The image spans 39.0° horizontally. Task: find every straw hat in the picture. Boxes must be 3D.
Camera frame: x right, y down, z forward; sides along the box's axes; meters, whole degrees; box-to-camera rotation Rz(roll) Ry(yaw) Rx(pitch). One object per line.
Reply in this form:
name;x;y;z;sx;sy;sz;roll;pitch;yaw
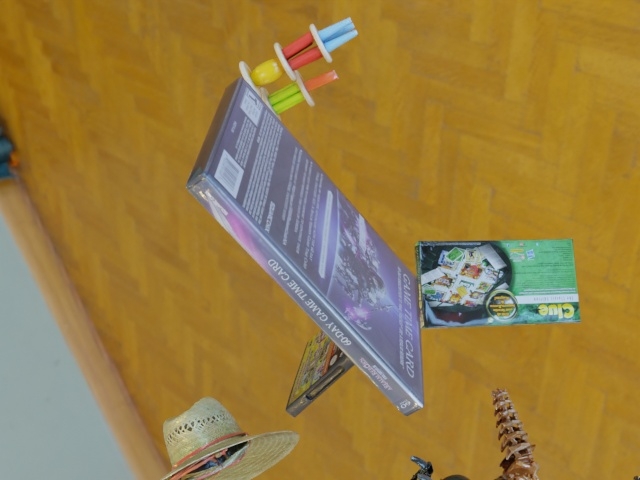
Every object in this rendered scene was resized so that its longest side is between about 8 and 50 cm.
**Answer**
straw hat;-0.091;0.158;0.715;0.061;0.145;0.144;61;141;23

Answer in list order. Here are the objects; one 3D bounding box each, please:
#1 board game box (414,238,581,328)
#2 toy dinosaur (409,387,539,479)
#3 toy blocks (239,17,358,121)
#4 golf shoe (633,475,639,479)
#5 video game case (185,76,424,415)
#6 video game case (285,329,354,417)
board game box;0.275;0.066;1.402;0.030;0.260;0.136;138;130;-72
toy dinosaur;0.229;0.371;1.226;0.164;0.219;0.321;97;175;-71
toy blocks;-0.014;-0.218;1.144;0.148;0.123;0.054;-26;65;9
golf shoe;0.549;0.445;1.535;0.077;0.093;0.198;21;169;2
video game case;0.000;0.000;0.787;0.026;0.196;0.274;-32;114;21
video game case;0.034;0.243;2.049;0.035;0.275;0.248;40;117;-11
